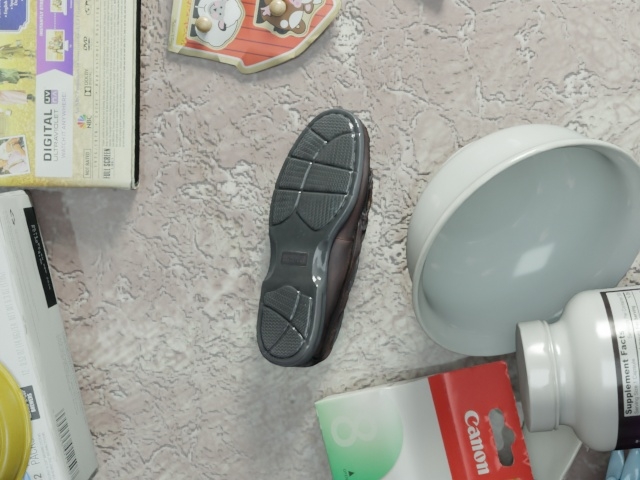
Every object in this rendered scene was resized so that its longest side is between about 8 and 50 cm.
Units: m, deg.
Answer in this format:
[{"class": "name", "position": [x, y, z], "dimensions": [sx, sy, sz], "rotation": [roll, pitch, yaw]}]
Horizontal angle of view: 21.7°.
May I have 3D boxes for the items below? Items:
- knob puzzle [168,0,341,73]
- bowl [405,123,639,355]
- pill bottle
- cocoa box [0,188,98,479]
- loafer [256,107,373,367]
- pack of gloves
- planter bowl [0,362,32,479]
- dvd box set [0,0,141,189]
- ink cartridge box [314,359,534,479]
[{"class": "knob puzzle", "position": [-0.072, -0.286, 1.921], "dimensions": [0.213, 0.030, 0.213], "rotation": [1, 102, 3]}, {"class": "bowl", "position": [0.209, -0.024, 1.865], "dimensions": [0.298, 0.134, 0.298], "rotation": [-17, 134, -18]}, {"class": "pill bottle", "position": [0.384, 0.136, 1.845], "dimensions": [0.323, 0.181, 0.181], "rotation": [-6, 92, 2]}, {"class": "cocoa box", "position": [-0.409, 0.136, 1.856], "dimensions": [0.228, 0.231, 0.347], "rotation": [-13, 92, 1]}, {"class": "loafer", "position": [0.000, 0.000, 1.932], "dimensions": [0.109, 0.095, 0.302], "rotation": [12, 87, 30]}, {"class": "pack of gloves", "position": [0.275, 0.315, 1.902], "dimensions": [0.195, 0.046, 0.232], "rotation": [23, 93, 33]}, {"class": "planter bowl", "position": [-0.411, 0.205, 1.697], "dimensions": [0.217, 0.090, 0.217], "rotation": [0, 93, 2]}, {"class": "dvd box set", "position": [-0.418, -0.213, 1.929], "dimensions": [0.420, 0.062, 0.307], "rotation": [0, 92, 0]}, {"class": "ink cartridge box", "position": [0.122, 0.248, 1.920], "dimensions": [0.225, 0.056, 0.181], "rotation": [-13, 92, 18]}]
